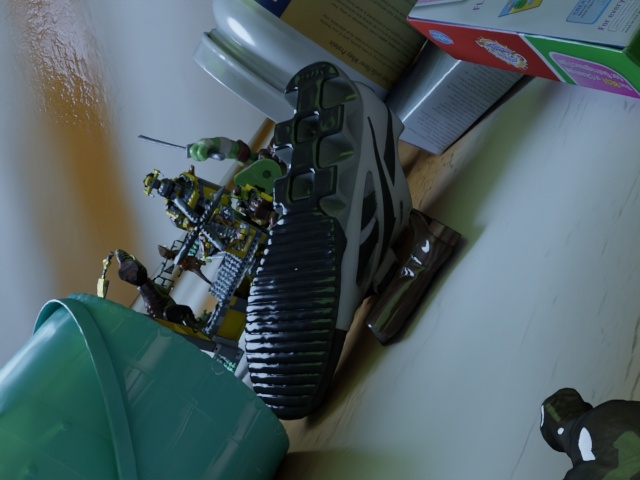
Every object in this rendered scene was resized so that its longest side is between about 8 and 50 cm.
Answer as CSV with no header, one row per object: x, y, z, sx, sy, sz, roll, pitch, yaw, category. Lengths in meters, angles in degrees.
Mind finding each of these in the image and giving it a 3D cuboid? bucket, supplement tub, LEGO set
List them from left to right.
-0.175,0.186,0.903,0.183,0.281,0.281,-56,10,-25,bucket
-0.204,0.054,1.282,0.255,0.192,0.331,41,104,45,LEGO set
0.022,-0.282,1.184,0.316,0.228,0.228,-55,11,9,supplement tub

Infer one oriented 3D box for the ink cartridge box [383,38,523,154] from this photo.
0.190,-0.250,1.132,0.330,0.071,0.324,-45,15,55,ink cartridge box

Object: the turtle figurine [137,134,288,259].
-0.117,-0.048,1.522,0.266,0.275,0.197,-137,47,-74,turtle figurine

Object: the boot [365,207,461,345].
0.069,0.032,0.908,0.114,0.037,0.106,-59,9,3,boot

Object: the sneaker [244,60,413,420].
0.026,0.010,0.996,0.122,0.146,0.330,-1,74,46,sneaker

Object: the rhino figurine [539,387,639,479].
0.121,0.095,0.401,0.243,0.073,0.106,-55,7,-4,rhino figurine

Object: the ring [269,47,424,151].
0.064,-0.228,1.425,0.337,0.032,0.336,-35,14,10,ring

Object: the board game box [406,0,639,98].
0.217,-0.232,0.779,0.242,0.064,0.316,-55,25,1,board game box

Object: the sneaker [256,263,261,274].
0.000,0.000,1.228,0.211,0.080,0.081,-56,-13,4,sneaker
